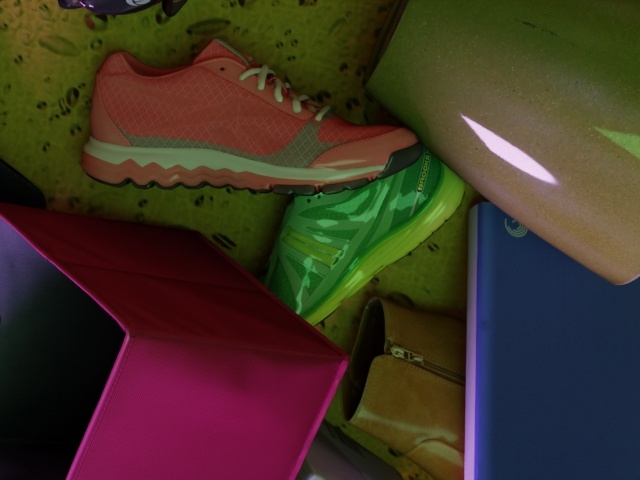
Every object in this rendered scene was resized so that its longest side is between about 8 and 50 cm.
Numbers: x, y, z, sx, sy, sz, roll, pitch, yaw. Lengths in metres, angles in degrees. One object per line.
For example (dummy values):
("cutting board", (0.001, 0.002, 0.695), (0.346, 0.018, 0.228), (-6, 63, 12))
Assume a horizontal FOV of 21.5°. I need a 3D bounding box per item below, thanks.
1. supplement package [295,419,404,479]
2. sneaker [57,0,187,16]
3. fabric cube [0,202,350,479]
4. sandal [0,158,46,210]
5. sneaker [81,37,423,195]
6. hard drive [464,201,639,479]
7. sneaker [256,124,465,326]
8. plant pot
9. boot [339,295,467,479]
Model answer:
("supplement package", (-0.043, 0.327, 1.679), (0.199, 0.198, 0.263), (37, 98, -26))
("sneaker", (-0.207, -0.285, 1.446), (0.281, 0.106, 0.162), (32, 103, -24))
("fabric cube", (-0.183, 0.137, 1.494), (0.258, 0.259, 0.254), (8, 111, -46))
("sandal", (-0.319, -0.069, 1.532), (0.067, 0.040, 0.179), (-43, 134, -4))
("sneaker", (-0.064, -0.113, 1.513), (0.314, 0.116, 0.136), (2, 98, 7))
("hard drive", (0.244, 0.132, 1.660), (0.210, 0.040, 0.319), (9, 70, -19))
("sneaker", (0.000, 0.000, 1.628), (0.295, 0.109, 0.123), (-39, 93, 4))
("plant pot", (0.199, -0.144, 1.544), (0.293, 0.275, 0.275), (25, 104, -6))
("boot", (0.114, 0.209, 1.658), (0.211, 0.295, 0.104), (17, 148, -28))
